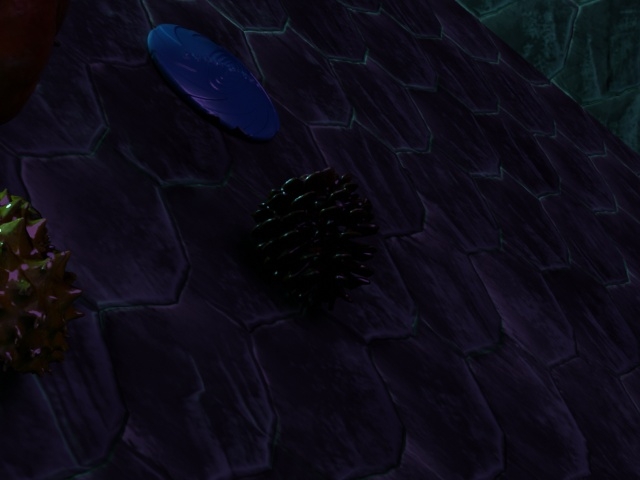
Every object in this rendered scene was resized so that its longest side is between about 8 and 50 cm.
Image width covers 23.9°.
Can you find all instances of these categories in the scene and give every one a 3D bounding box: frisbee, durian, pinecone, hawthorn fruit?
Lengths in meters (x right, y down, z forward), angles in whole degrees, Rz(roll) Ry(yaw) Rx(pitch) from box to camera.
[{"bbox_3d":[-0.149,-0.243,2.236,0.242,0.045,0.242,36,23,-19],"label":"frisbee"},{"bbox_3d":[-0.282,0.022,1.395,0.191,0.112,0.341,43,0,-3],"label":"durian"},{"bbox_3d":[0.001,0.006,1.914,0.163,0.163,0.165,3,63,-56],"label":"pinecone"},{"bbox_3d":[-0.407,-0.249,1.593,0.272,0.242,0.242,25,27,-16],"label":"hawthorn fruit"}]
